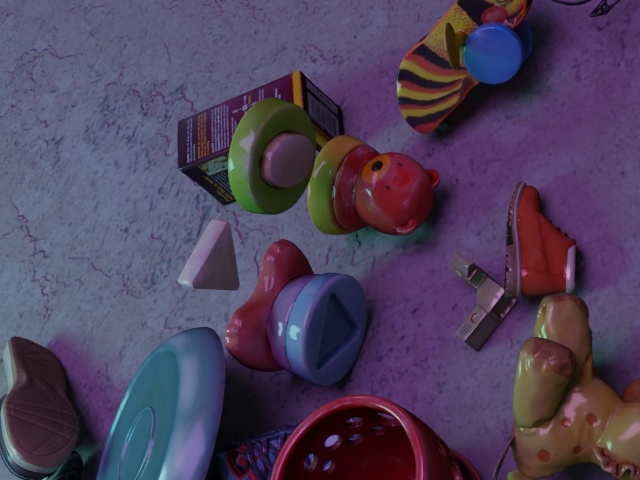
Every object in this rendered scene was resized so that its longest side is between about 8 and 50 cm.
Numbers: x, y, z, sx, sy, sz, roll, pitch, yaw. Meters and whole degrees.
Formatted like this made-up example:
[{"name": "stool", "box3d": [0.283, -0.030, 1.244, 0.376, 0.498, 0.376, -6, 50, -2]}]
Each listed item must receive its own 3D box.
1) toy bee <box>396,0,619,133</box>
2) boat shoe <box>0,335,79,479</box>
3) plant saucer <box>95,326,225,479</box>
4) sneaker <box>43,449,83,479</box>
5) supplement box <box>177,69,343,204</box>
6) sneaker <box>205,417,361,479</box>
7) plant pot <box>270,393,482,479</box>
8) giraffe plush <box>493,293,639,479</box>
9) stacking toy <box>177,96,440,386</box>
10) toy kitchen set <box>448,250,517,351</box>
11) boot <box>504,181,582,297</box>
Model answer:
[{"name": "toy bee", "box3d": [0.192, -0.268, 1.957, 0.298, 0.162, 0.195, -36, 5, 3]}, {"name": "boat shoe", "box3d": [-0.371, 0.225, 2.098, 0.092, 0.102, 0.285, -60, 25, 18]}, {"name": "plant saucer", "box3d": [-0.196, 0.245, 1.916, 0.317, 0.043, 0.318, -51, 28, 41]}, {"name": "sneaker", "box3d": [-0.310, 0.337, 2.041, 0.074, 0.063, 0.170, 2, 60, 22]}, {"name": "supplement box", "box3d": [-0.076, -0.128, 2.103, 0.188, 0.104, 0.081, -20, 55, 25]}, {"name": "sneaker", "box3d": [-0.060, 0.267, 1.858, 0.262, 0.125, 0.104, -39, 51, 12]}, {"name": "plant pot", "box3d": [0.067, 0.276, 1.732, 0.191, 0.174, 0.191, -16, 57, 27]}, {"name": "giraffe plush", "box3d": [0.282, 0.176, 1.662, 0.170, 0.181, 0.210, 12, 61, 17]}, {"name": "stacking toy", "box3d": [0.000, 0.000, 1.872, 0.130, 0.279, 0.309, 13, 74, 33]}, {"name": "toy kitchen set", "box3d": [0.157, 0.062, 1.858, 0.075, 0.068, 0.083, -52, 48, 0]}, {"name": "boot", "box3d": [0.246, 0.000, 1.847, 0.084, 0.059, 0.158, 0, 50, 6]}]
